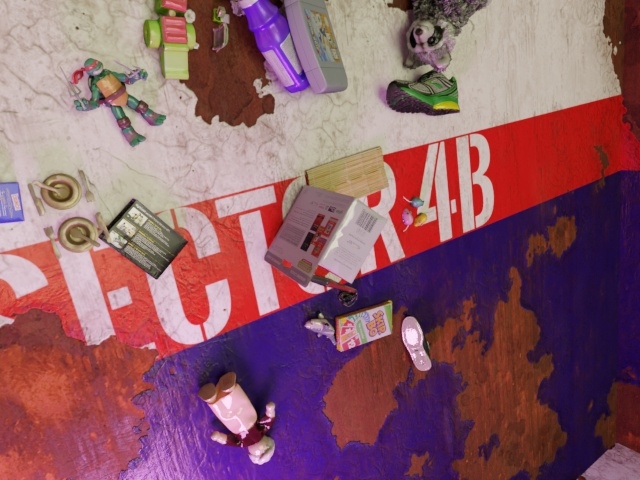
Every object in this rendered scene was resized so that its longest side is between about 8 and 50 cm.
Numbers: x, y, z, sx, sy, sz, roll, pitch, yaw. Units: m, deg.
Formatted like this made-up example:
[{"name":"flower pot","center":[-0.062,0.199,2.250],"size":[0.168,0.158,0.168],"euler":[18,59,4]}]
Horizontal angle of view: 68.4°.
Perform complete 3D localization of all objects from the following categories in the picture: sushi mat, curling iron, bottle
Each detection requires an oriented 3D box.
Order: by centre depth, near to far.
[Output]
[{"name":"bottle","center":[-0.117,-0.546,1.289],"size":[0.283,0.092,0.118],"euler":[50,45,-41]},{"name":"sushi mat","center":[0.095,-0.204,1.569],"size":[0.317,0.019,0.151],"euler":[-23,112,-28]},{"name":"curling iron","center":[0.024,0.156,1.579],"size":[0.274,0.035,0.068],"euler":[28,83,-34]}]

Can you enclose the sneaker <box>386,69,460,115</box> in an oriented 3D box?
[{"name":"sneaker","center":[0.351,-0.517,1.630],"size":[0.344,0.134,0.146],"euler":[-8,96,-41]}]

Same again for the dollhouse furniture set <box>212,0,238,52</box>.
[{"name":"dollhouse furniture set","center":[-0.244,-0.575,1.242],"size":[0.059,0.076,0.151],"euler":[-3,100,-35]}]

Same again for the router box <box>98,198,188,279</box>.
[{"name":"router box","center":[-0.456,-0.002,1.226],"size":[0.179,0.046,0.133],"euler":[46,74,-30]}]

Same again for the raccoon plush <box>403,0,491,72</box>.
[{"name":"raccoon plush","center":[0.468,-0.729,1.618],"size":[0.447,0.216,0.298],"euler":[-10,112,-32]}]

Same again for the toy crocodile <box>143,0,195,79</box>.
[{"name":"toy crocodile","center":[-0.363,-0.569,1.146],"size":[0.115,0.105,0.340],"euler":[-5,102,-33]}]

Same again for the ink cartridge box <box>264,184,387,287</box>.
[{"name":"ink cartridge box","center":[0.000,0.000,1.360],"size":[0.130,0.309,0.271],"euler":[31,87,-30]}]

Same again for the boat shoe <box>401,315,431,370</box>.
[{"name":"boat shoe","center":[0.376,0.392,1.845],"size":[0.232,0.084,0.079],"euler":[69,25,-15]}]

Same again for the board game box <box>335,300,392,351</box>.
[{"name":"board game box","center":[0.169,0.305,1.706],"size":[0.260,0.039,0.124],"euler":[-12,106,-34]}]

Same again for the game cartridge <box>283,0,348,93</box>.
[{"name":"game cartridge","center":[-0.013,-0.567,1.332],"size":[0.198,0.062,0.297],"euler":[-41,115,-63]}]

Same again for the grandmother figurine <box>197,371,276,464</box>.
[{"name":"grandmother figurine","center":[-0.231,0.561,1.455],"size":[0.208,0.104,0.342],"euler":[-22,116,1]}]

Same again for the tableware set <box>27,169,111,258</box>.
[{"name":"tableware set","center":[-0.589,-0.064,1.103],"size":[0.128,0.039,0.194],"euler":[-22,99,-22]}]

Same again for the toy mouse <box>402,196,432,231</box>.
[{"name":"toy mouse","center":[0.348,-0.109,1.745],"size":[0.161,0.031,0.143],"euler":[-44,119,-19]}]

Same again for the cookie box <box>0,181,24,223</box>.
[{"name":"cookie box","center":[-0.721,-0.081,1.039],"size":[0.107,0.040,0.091],"euler":[-8,103,-32]}]

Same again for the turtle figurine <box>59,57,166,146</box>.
[{"name":"turtle figurine","center":[-0.480,-0.346,1.106],"size":[0.175,0.118,0.234],"euler":[-39,134,-5]}]

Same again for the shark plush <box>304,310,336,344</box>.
[{"name":"shark plush","center":[0.008,0.305,1.605],"size":[0.067,0.073,0.161],"euler":[-39,141,0]}]
